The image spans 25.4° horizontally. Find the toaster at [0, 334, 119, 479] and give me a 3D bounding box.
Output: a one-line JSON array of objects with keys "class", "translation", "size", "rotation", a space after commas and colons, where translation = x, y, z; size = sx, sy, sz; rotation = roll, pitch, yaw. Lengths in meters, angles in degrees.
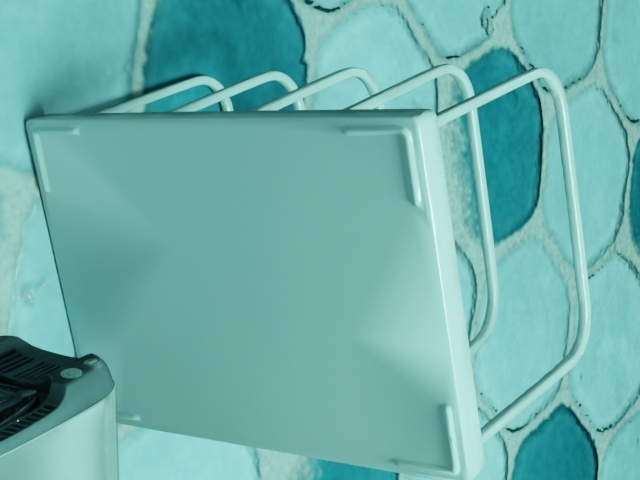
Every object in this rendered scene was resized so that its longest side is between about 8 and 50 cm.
[{"class": "toaster", "translation": [-0.199, 0.150, 0.724], "size": [0.227, 0.129, 0.146], "rotation": [-25, 114, -48]}]

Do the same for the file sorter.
[{"class": "file sorter", "translation": [0.000, 0.000, 0.834], "size": [0.173, 0.278, 0.193], "rotation": [-29, 115, -47]}]
